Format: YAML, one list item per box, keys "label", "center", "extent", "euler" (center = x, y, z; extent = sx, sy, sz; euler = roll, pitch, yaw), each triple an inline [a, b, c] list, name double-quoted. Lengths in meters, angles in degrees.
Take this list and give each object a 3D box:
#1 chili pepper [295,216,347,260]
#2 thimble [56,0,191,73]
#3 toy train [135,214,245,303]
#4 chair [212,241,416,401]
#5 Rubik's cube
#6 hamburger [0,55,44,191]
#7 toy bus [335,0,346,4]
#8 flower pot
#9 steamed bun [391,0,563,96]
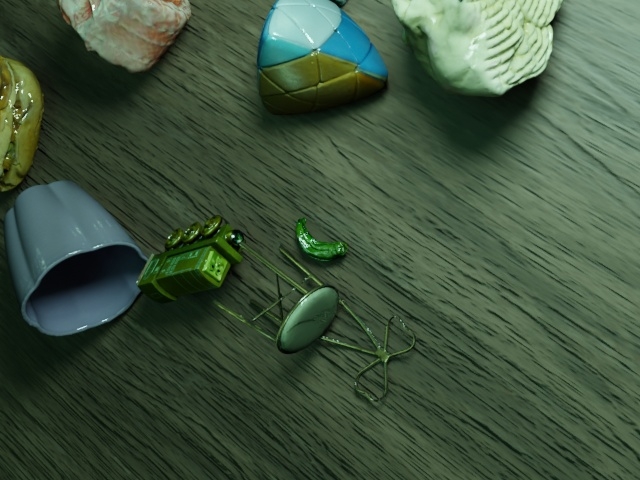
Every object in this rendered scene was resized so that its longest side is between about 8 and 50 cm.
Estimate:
- label: "chili pepper"
  center: [-0.003, 0.007, 1.379]
  extent: [0.118, 0.035, 0.056]
  euler: [33, 93, 32]
- label: "thimble"
  center: [-0.374, -0.449, 1.445]
  extent: [0.162, 0.239, 0.239]
  euler: [-42, 73, 22]
- label: "toy train"
  center: [-0.238, 0.038, 1.419]
  extent: [0.225, 0.090, 0.137]
  euler: [-15, 41, 43]
- label: "chair"
  center: [-0.015, 0.137, 1.322]
  extent: [0.325, 0.170, 0.160]
  euler: [36, 105, 28]
- label: "Rubik's cube"
  center: [-0.036, -0.335, 1.340]
  extent: [0.254, 0.254, 0.255]
  euler: [1, 92, 27]
- label: "hamburger"
  center: [-0.754, -0.271, 1.671]
  extent: [0.284, 0.174, 0.305]
  euler: [23, 101, 27]
- label: "toy bus"
  center: [0.076, -0.535, 1.285]
  extent: [0.091, 0.109, 0.262]
  euler: [42, 110, 13]
- label: "flower pot"
  center: [-0.513, 0.023, 1.533]
  extent: [0.265, 0.265, 0.243]
  euler: [-52, 57, 19]
- label: "steamed bun"
  center: [0.224, -0.365, 1.141]
  extent: [0.206, 0.275, 0.320]
  euler: [7, 64, 54]
